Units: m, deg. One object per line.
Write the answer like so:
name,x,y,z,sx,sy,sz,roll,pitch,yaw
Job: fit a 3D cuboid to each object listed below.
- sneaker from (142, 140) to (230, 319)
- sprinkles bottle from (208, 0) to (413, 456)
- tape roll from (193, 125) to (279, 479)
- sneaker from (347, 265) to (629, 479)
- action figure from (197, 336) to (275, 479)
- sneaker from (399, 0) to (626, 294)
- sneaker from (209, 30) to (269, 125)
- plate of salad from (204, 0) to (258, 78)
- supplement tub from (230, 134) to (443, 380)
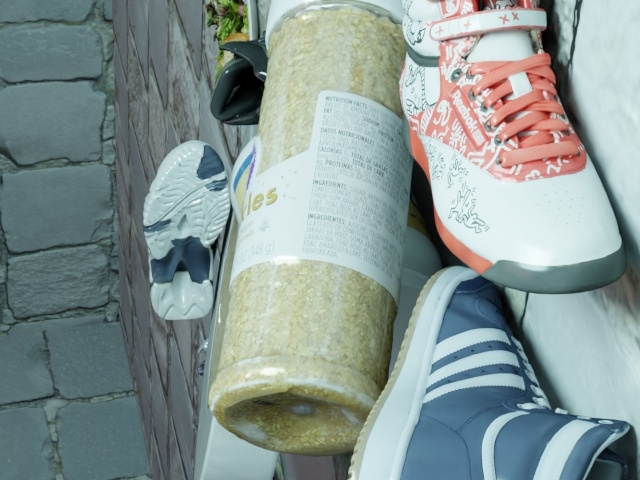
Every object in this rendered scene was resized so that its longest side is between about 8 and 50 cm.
sneaker,-0.150,-0.043,1.683,0.153,0.094,0.235,-101,8,-48
sprinkles bottle,0.005,-0.033,1.067,0.121,0.121,0.355,106,173,-59
tape roll,-0.068,0.073,1.548,0.392,0.072,0.392,-172,90,-84
sneaker,0.121,0.109,0.951,0.282,0.153,0.099,-58,-30,-59
action figure,-0.101,0.198,1.924,0.185,0.099,0.285,-120,29,-72
sneaker,0.104,-0.085,0.899,0.270,0.090,0.145,-114,19,-60
sneaker,-0.048,-0.169,1.440,0.227,0.130,0.087,-116,25,-62
plate of salad,-0.113,-0.274,1.850,0.200,0.048,0.200,173,90,-78
supplement tub,0.015,0.007,1.209,0.144,0.144,0.200,97,162,-44
